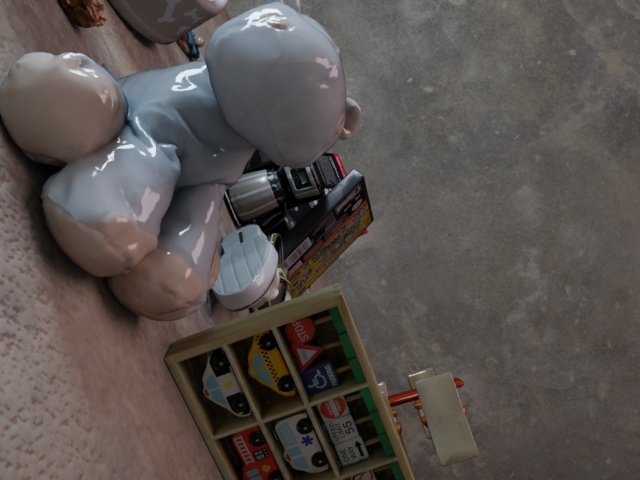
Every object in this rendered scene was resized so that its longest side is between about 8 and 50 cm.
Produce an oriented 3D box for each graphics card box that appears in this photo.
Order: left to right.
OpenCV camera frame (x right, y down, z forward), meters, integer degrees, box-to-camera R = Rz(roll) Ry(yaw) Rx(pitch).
[{"bbox_3d":[-0.038,-0.097,1.345,0.371,0.094,0.232,-9,77,-61],"label":"graphics card box"}]

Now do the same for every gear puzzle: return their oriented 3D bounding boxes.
[{"bbox_3d":[-0.316,-0.549,1.184,0.175,0.044,0.338,54,16,-79],"label":"gear puzzle"}]

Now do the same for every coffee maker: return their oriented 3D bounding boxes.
[{"bbox_3d":[-0.089,-0.112,1.091,0.171,0.178,0.120,-105,175,-58],"label":"coffee maker"}]

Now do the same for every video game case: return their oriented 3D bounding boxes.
[{"bbox_3d":[0.000,0.000,1.209,0.035,0.275,0.248,42,-7,20],"label":"video game case"}]

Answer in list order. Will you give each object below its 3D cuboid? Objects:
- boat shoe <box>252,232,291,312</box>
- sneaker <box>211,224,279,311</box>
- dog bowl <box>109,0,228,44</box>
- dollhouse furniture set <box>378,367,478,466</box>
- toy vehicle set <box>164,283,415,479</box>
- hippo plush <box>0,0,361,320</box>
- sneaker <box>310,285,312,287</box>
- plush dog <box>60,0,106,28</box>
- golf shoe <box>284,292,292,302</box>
[{"bbox_3d":[-0.089,0.061,0.984,0.227,0.069,0.081,-107,175,-53],"label":"boat shoe"},{"bbox_3d":[-0.090,0.049,0.790,0.258,0.094,0.091,-103,168,-73],"label":"sneaker"},{"bbox_3d":[-0.237,-0.470,0.812,0.349,0.102,0.348,-11,90,-76],"label":"dog bowl"},{"bbox_3d":[0.058,0.220,0.737,0.262,0.259,0.135,59,14,-77],"label":"dollhouse furniture set"},{"bbox_3d":[-0.013,0.188,0.544,0.035,0.166,0.266,-103,172,-74],"label":"toy vehicle set"},{"bbox_3d":[-0.077,-0.079,0.490,0.294,0.237,0.234,-101,170,-73],"label":"hippo plush"},{"bbox_3d":[-0.060,0.024,1.471,0.297,0.111,0.129,64,12,-56],"label":"sneaker"},{"bbox_3d":[-0.177,-0.342,0.538,0.262,0.226,0.210,-102,171,-72],"label":"plush dog"},{"bbox_3d":[-0.043,0.148,1.093,0.176,0.086,0.069,-108,175,-59],"label":"golf shoe"}]
